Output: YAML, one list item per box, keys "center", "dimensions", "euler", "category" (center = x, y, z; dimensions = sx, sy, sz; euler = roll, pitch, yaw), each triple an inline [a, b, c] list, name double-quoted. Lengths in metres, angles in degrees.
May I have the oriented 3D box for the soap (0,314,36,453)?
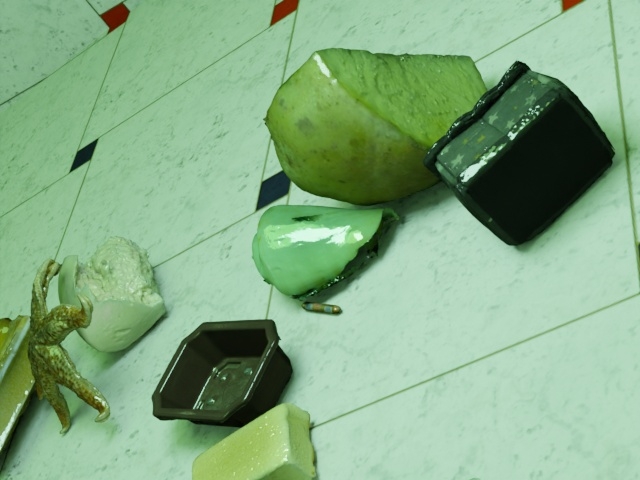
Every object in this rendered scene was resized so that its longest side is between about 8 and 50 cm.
- center: [-0.636, 0.299, 2.316]
  dimensions: [0.259, 0.143, 0.281]
  euler: [-26, 33, 53]
  category: "soap"

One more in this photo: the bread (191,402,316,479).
- center: [-0.095, 0.322, 1.693]
  dimensions: [0.188, 0.068, 0.125]
  euler: [-35, 32, 19]
  category: "bread"

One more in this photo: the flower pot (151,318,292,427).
- center: [-0.141, 0.218, 1.860]
  dimensions: [0.251, 0.084, 0.179]
  euler: [-7, 49, 49]
  category: "flower pot"

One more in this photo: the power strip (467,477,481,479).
- center: [0.162, 0.356, 1.360]
  dimensions: [0.081, 0.035, 0.192]
  euler: [-32, 34, 25]
  category: "power strip"

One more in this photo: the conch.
- center: [-0.006, 0.018, 1.916]
  dimensions: [0.250, 0.137, 0.143]
  euler: [8, 31, 34]
  category: "conch"

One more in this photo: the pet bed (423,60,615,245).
- center: [0.268, -0.124, 1.653]
  dimensions: [0.211, 0.183, 0.159]
  euler: [-46, 36, 7]
  category: "pet bed"

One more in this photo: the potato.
- center: [0.082, -0.136, 1.881]
  dimensions: [0.280, 0.330, 0.213]
  euler: [-47, 57, 43]
  category: "potato"

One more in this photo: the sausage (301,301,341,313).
- center: [0.001, 0.105, 1.880]
  dimensions: [0.100, 0.015, 0.015]
  euler: [3, 56, 53]
  category: "sausage"

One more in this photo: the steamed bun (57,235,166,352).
- center: [-0.392, 0.091, 2.244]
  dimensions: [0.200, 0.170, 0.225]
  euler: [-44, 31, -7]
  category: "steamed bun"

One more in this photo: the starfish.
- center: [-0.465, 0.182, 2.125]
  dimensions: [0.375, 0.094, 0.327]
  euler: [-37, 64, 56]
  category: "starfish"
